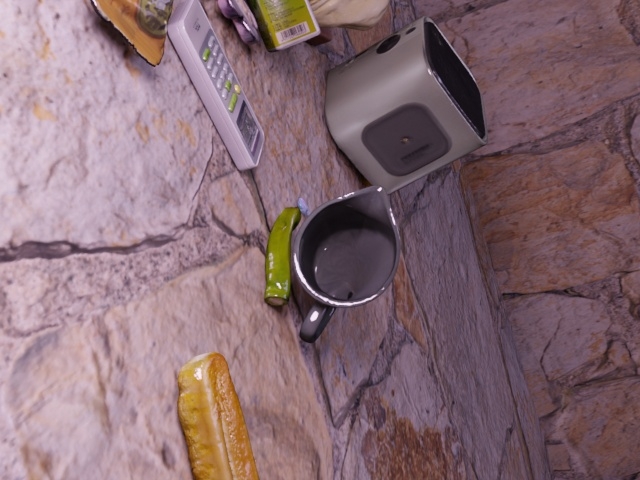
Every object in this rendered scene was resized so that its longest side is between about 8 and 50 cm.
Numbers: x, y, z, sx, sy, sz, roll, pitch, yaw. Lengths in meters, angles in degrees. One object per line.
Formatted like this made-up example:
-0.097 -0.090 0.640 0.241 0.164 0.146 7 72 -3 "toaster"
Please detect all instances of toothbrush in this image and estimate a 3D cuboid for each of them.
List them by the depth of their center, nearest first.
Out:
0.000 0.000 1.794 0.019 0.013 0.193 -75 146 -46 "toothbrush"

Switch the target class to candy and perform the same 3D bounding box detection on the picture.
-0.223 -0.348 1.262 0.143 0.101 0.271 43 41 -49 "candy"

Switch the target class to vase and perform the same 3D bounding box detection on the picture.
0.037 0.051 1.609 0.251 0.156 0.301 -62 173 -6 "vase"

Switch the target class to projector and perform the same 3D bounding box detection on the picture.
0.178 -0.278 2.112 0.248 0.249 0.248 47 30 -30 "projector"

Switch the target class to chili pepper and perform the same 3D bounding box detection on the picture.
-0.059 0.014 1.544 0.201 0.050 0.052 -82 -164 -45 "chili pepper"

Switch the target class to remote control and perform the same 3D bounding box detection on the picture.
-0.149 -0.225 1.487 0.103 0.034 0.250 -80 150 -54 "remote control"

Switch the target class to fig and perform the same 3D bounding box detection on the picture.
0.101 -0.150 2.194 0.083 0.050 0.050 49 25 -16 "fig"

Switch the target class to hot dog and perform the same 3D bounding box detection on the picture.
-0.109 0.269 1.154 0.088 0.061 0.285 -4 81 -69 "hot dog"

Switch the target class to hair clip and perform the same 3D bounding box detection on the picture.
-0.153 -0.423 1.589 0.146 0.075 0.257 -109 179 -51 "hair clip"

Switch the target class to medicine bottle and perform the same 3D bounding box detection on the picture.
-0.078 -0.415 1.692 0.132 0.088 0.188 -137 -155 -77 "medicine bottle"

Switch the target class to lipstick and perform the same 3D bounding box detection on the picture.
-0.021 -0.425 2.028 0.145 0.045 0.045 -2 76 -72 "lipstick"

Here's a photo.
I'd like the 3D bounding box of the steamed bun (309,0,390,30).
-0.011 -0.527 1.823 0.203 0.276 0.289 -27 127 -60 "steamed bun"
